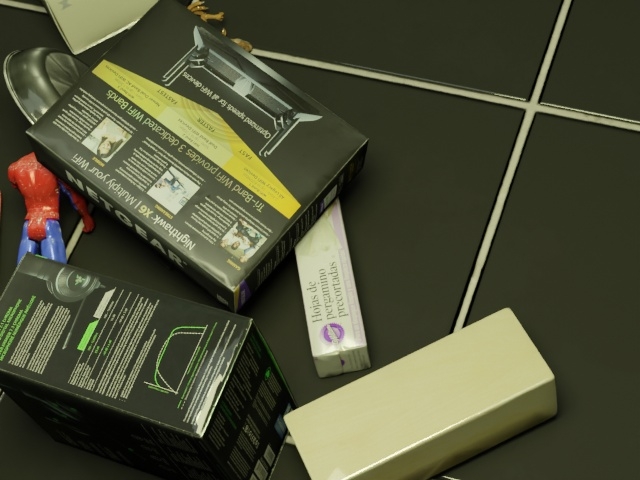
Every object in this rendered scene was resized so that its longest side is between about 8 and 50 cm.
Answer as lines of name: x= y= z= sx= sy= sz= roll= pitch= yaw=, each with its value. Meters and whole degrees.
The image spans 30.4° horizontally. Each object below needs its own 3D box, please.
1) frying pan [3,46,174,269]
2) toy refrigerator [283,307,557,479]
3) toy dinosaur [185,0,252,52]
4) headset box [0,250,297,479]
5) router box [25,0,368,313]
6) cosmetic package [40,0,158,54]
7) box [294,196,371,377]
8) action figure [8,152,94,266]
frying pan: x=-0.283 y=-0.122 z=1.441 sx=0.053 sy=0.197 sz=0.326 roll=-41 pitch=56 yaw=20
toy refrigerator: x=0.108 y=0.188 z=1.252 sx=0.269 sy=0.094 sz=0.102 roll=-26 pitch=53 yaw=-5
toy dinosaur: x=-0.199 y=-0.282 z=1.589 sx=0.211 sy=0.064 sz=0.112 roll=0 pitch=62 yaw=10
headset box: x=-0.194 y=0.150 z=1.238 sx=0.283 sy=0.246 sz=0.131 roll=14 pitch=65 yaw=19
router box: x=-0.139 y=-0.104 z=1.352 sx=0.309 sy=0.081 sz=0.243 roll=37 pitch=70 yaw=12
cosmetic package: x=-0.360 y=-0.425 z=1.662 sx=0.153 sy=0.129 sz=0.296 roll=-28 pitch=59 yaw=-8
box: x=0.000 y=0.000 z=1.392 sx=0.063 sy=0.067 sz=0.324 roll=-12 pitch=60 yaw=2
action figure: x=-0.331 y=0.003 z=1.446 sx=0.091 sy=0.139 sz=0.280 roll=-1 pitch=83 yaw=7
